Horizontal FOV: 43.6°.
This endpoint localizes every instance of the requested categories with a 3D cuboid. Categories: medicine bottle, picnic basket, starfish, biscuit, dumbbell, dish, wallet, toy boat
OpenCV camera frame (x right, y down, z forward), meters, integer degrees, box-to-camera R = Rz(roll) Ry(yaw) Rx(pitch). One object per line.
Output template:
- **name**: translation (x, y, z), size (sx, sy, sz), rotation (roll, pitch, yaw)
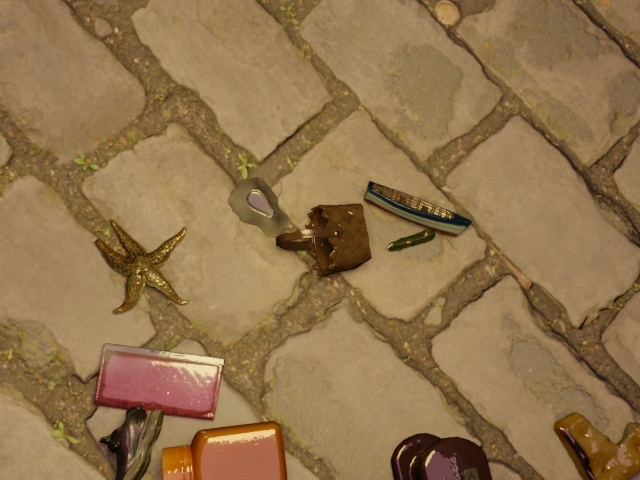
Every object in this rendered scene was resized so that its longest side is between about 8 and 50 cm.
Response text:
- **medicine bottle**: translation (-0.177, 0.421, 1.481), size (0.222, 0.112, 0.149), rotation (-5, 80, -8)
- **picnic basket**: translation (0.000, 0.000, 1.576), size (0.178, 0.128, 0.138), rotation (-3, 76, -25)
- **starfish**: translation (-0.344, 0.047, 1.573), size (0.223, 0.050, 0.217), rotation (41, 69, -3)
- **biscuit**: translation (0.586, 0.409, 1.620), size (0.183, 0.039, 0.174), rotation (-25, 81, -12)
- **dumbbell**: translation (0.218, 0.428, 1.472), size (0.124, 0.225, 0.140), rotation (-11, 82, -12)
- **dish**: translation (-0.121, -0.068, 1.621), size (0.091, 0.039, 0.137), rotation (-42, 85, -13)
- **wallet**: translation (-0.308, 0.271, 1.538), size (0.232, 0.025, 0.119), rotation (9, 78, -6)
- **toy boat**: translation (0.199, -0.062, 1.652), size (0.229, 0.080, 0.046), rotation (21, 112, -6)

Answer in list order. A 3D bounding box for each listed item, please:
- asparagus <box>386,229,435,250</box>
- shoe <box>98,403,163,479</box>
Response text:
- **asparagus**: translation (0.185, 0.000, 1.656), size (0.108, 0.021, 0.025), rotation (-17, 77, -10)
- **shoe**: translation (-0.363, 0.382, 1.491), size (0.099, 0.071, 0.169), rotation (20, 79, 4)
